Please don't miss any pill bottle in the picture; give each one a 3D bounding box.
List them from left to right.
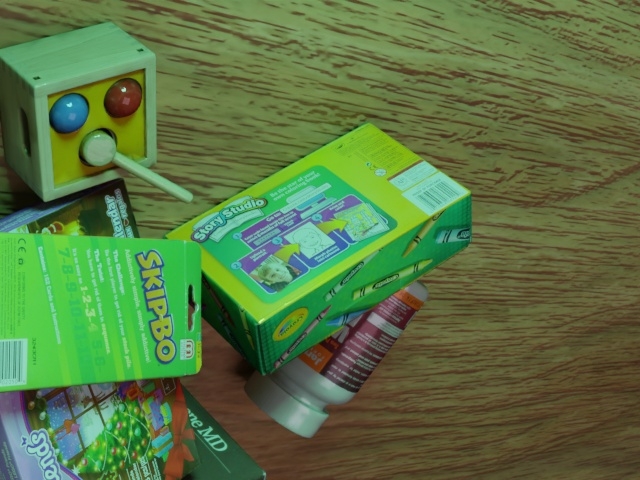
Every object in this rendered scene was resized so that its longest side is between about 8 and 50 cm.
[{"bbox_3d":[0.015,0.111,1.349,0.221,0.121,0.121,-53,143,3],"label":"pill bottle"}]

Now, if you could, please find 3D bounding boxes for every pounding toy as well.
[{"bbox_3d":[-0.187,-0.093,0.986,0.130,0.100,0.141,-22,134,-32],"label":"pounding toy"}]

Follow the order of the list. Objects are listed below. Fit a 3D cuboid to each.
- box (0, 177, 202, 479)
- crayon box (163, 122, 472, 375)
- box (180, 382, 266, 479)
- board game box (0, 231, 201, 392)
[{"bbox_3d":[-0.218,0.114,1.022,0.201,0.057,0.293,-33,116,-49],"label":"box"},{"bbox_3d":[0.000,0.000,1.204,0.278,0.165,0.081,-31,138,-24],"label":"crayon box"},{"bbox_3d":[-0.264,0.278,1.143,0.381,0.191,0.143,-13,129,-40],"label":"box"},{"bbox_3d":[-0.194,0.058,0.976,0.259,0.039,0.124,3,87,-51],"label":"board game box"}]
